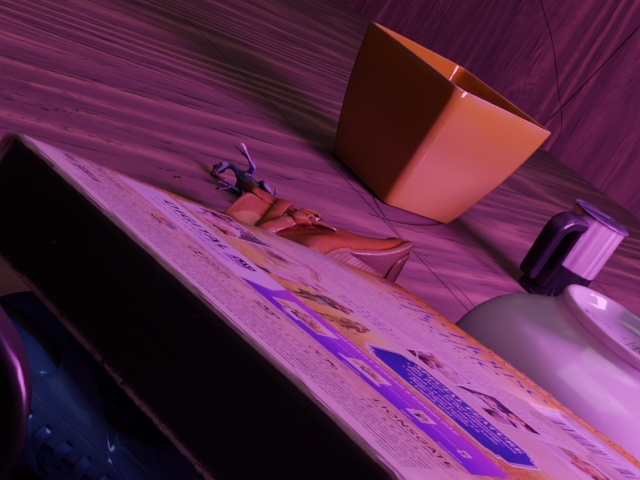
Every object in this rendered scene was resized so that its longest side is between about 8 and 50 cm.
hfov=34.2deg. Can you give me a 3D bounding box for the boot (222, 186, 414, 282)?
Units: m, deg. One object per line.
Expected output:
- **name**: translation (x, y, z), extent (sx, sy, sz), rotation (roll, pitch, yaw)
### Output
- **boot**: translation (0.000, 0.000, 0.971), extent (0.152, 0.073, 0.197), rotation (31, 14, 12)

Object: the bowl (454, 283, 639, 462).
- **bowl**: translation (0.237, 0.133, 0.906), extent (0.297, 0.134, 0.298), rotation (30, 17, -10)

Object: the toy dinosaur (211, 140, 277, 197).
- **toy dinosaur**: translation (-0.079, -0.053, 1.069), extent (0.090, 0.047, 0.082), rotation (61, -10, -32)

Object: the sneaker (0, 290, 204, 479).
- **sneaker**: translation (-0.118, 0.099, 0.497), extent (0.082, 0.069, 0.209), rotation (-1, 34, -43)

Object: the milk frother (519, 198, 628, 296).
- **milk frother**: translation (0.348, 0.039, 1.361), extent (0.143, 0.135, 0.129), rotation (40, 19, 25)

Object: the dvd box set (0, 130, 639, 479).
- **dvd box set**: translation (0.032, 0.084, 0.632), extent (0.307, 0.062, 0.420), rotation (37, 9, 34)

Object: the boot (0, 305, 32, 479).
- **boot**: translation (-0.247, 0.062, 0.239), extent (0.347, 0.131, 0.260), rotation (15, 15, -18)

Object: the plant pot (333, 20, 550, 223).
- **plant pot**: translation (0.145, -0.147, 1.436), extent (0.212, 0.187, 0.212), rotation (15, 23, -44)
